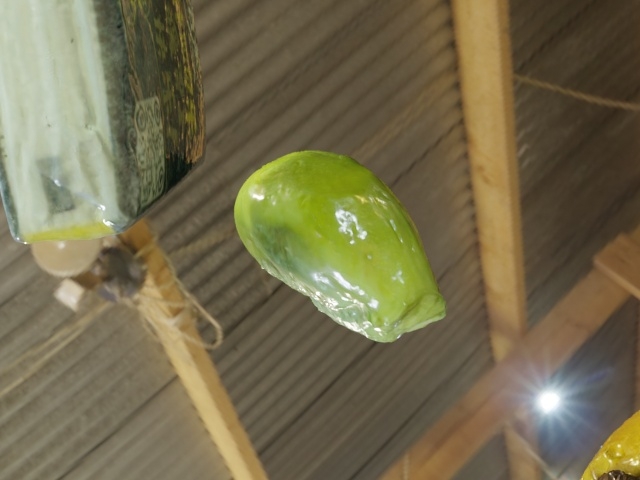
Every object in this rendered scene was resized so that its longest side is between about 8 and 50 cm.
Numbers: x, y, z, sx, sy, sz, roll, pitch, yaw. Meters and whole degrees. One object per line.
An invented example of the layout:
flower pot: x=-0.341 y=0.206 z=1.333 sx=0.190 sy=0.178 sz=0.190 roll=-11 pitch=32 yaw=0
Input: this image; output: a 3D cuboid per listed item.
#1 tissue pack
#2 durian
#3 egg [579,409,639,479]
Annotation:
tissue pack: x=-0.128 y=-0.113 z=0.640 sx=0.081 sy=0.257 sz=0.185 roll=-6 pitch=-79 yaw=3
durian: x=0.000 y=0.000 z=0.858 sx=0.101 sy=0.250 sz=0.139 roll=-24 pitch=-53 yaw=-32
egg: x=0.385 y=0.231 z=0.881 sx=0.201 sy=0.337 sz=0.337 roll=-49 pitch=-33 yaw=-21
